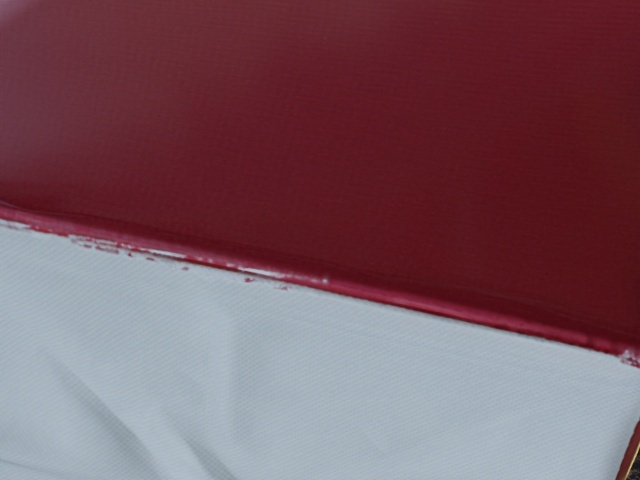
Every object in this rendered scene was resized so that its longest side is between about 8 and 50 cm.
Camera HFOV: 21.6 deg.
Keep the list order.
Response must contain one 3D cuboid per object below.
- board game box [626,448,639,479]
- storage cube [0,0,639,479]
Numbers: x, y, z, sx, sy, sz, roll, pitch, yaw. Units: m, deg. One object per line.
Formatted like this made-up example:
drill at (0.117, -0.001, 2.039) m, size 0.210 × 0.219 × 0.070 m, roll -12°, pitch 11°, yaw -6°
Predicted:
board game box at (0.048, 0.097, 0.836) m, size 0.291 × 0.141 × 0.232 m, roll 40°, pitch -133°, yaw 11°
storage cube at (0.000, 0.000, 0.472) m, size 0.215 × 0.183 × 0.193 m, roll 12°, pitch -133°, yaw 7°
